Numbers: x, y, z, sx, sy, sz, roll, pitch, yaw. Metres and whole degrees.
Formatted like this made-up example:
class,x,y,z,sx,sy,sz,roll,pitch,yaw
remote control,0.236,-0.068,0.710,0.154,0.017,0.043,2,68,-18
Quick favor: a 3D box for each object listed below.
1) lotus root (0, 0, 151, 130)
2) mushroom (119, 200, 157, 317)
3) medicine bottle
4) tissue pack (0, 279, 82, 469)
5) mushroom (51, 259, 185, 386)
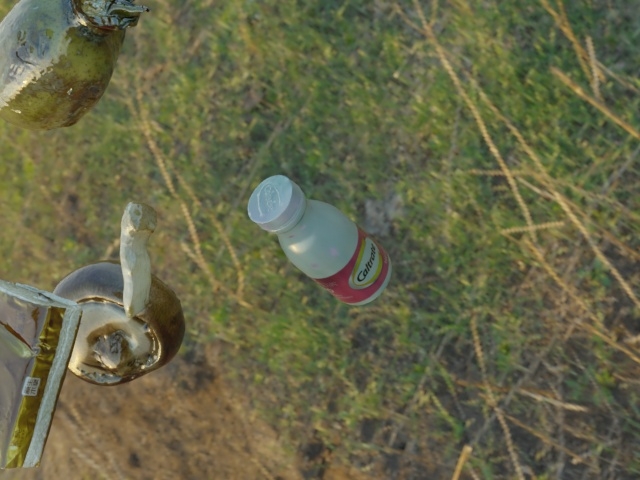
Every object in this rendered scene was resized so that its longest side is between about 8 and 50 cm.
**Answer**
class,x,y,z,sx,sy,sz,roll,pitch,yaw
lotus root,-0.301,-0.229,1.262,0.278,0.154,0.154,-30,46,47
mushroom,-0.290,0.035,1.720,0.054,0.059,0.202,28,121,36
medicine bottle,0.000,0.000,1.354,0.090,0.217,0.090,-20,52,28
tissue pack,-0.424,0.171,1.448,0.183,0.092,0.226,15,90,32
mushroom,-0.364,0.146,1.916,0.253,0.253,0.153,-44,15,25
